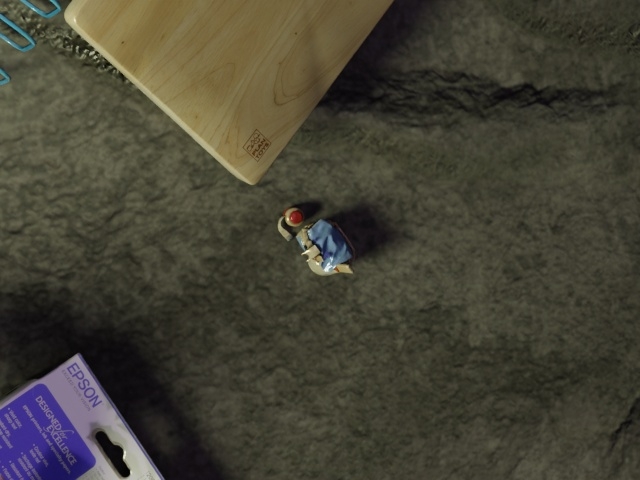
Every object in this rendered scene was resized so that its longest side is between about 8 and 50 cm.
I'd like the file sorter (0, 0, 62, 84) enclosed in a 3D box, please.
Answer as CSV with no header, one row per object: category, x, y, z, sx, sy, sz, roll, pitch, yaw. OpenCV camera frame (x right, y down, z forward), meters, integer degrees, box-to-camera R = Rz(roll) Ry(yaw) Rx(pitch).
file sorter,-0.280,-0.235,1.421,0.104,0.118,0.170,37,82,-15

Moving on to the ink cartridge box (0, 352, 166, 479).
ink cartridge box,-0.261,0.243,1.496,0.208,0.045,0.206,-34,103,-11

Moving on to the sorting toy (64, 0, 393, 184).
sorting toy,-0.086,-0.232,1.470,0.255,0.089,0.257,43,80,-37

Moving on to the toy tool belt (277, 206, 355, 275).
toy tool belt,0.000,0.000,1.565,0.052,0.051,0.083,-43,105,-11
